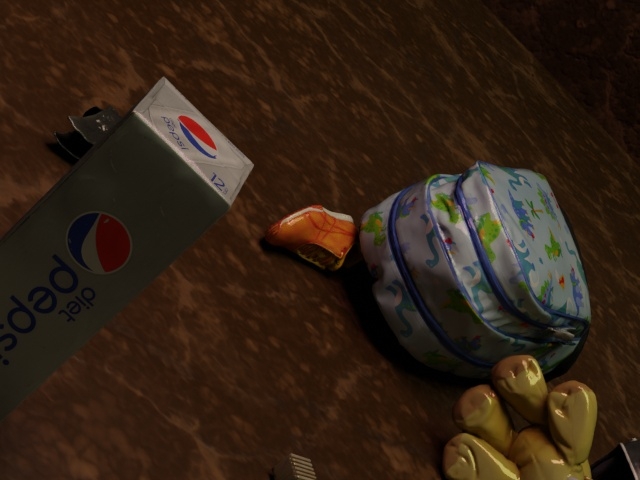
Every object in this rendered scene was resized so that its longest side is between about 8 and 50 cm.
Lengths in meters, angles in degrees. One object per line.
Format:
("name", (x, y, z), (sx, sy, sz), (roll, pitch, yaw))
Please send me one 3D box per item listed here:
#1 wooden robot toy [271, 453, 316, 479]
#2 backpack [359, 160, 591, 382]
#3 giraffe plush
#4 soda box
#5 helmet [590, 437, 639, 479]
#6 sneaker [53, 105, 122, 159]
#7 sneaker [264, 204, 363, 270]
("wooden robot toy", (0.007, 0.252, 1.317), (0.076, 0.079, 0.173), (35, 26, -27))
("backpack", (0.194, 0.033, 1.825), (0.355, 0.273, 0.290), (2, 69, -44))
("giraffe plush", (0.252, 0.250, 1.684), (0.210, 0.181, 0.170), (45, -1, 23))
("soda box", (-0.183, 0.017, 1.091), (0.098, 0.286, 0.091), (44, 22, -10))
("helmet", (0.395, 0.320, 1.788), (0.169, 0.161, 0.169), (38, 24, -21))
("sneaker", (-0.210, -0.109, 1.555), (0.089, 0.051, 0.170), (50, 26, -6))
("sneaker", (0.000, 0.000, 1.740), (0.175, 0.064, 0.067), (5, 57, -54))
